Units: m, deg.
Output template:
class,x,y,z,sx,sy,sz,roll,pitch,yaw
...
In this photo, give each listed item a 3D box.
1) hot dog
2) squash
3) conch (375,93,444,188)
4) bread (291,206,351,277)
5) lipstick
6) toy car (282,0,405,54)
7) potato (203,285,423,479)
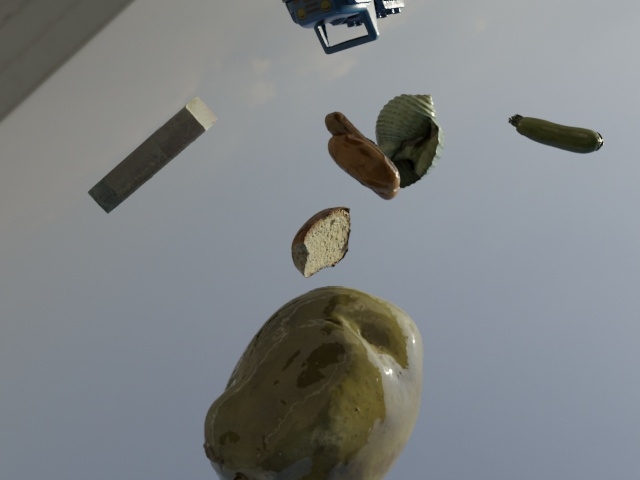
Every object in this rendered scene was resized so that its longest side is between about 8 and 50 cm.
class,x,y,z,sx,sy,sz,roll,pitch,yaw
hot dog,0.056,-0.115,1.144,0.060,0.140,0.090,-52,159,6
squash,0.445,-0.203,1.593,0.183,0.052,0.052,19,-124,22
conch,0.151,-0.164,1.373,0.135,0.102,0.153,34,-59,39
bread,0.000,0.000,1.511,0.044,0.126,0.129,25,-143,33
lipstick,-0.343,-0.168,1.690,0.317,0.066,0.068,-34,-167,29
toy car,0.039,-0.305,1.103,0.097,0.100,0.191,-9,-170,35
potato,-0.001,0.217,1.101,0.221,0.243,0.326,-15,-145,48
